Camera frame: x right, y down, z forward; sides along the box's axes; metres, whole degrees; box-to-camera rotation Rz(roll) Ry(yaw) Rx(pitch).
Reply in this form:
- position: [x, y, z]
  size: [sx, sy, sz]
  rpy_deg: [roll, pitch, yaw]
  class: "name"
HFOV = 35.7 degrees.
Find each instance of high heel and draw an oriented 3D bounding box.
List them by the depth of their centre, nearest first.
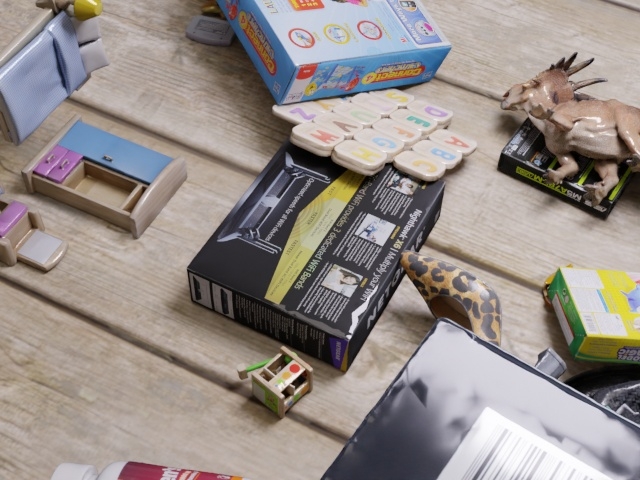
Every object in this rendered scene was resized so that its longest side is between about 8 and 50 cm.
- position: [0.157, 0.139, 1.245]
  size: [0.261, 0.093, 0.186]
  rpy_deg: [41, 66, 15]
  class: "high heel"

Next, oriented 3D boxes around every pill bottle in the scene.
- position: [-0.186, 0.310, 1.099]
  size: [0.221, 0.121, 0.121]
  rpy_deg: [7, 52, 4]
  class: "pill bottle"

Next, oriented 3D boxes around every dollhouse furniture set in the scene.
- position: [-0.339, -0.145, 1.345]
  size: [0.198, 0.303, 0.286]
  rpy_deg: [21, 54, 16]
  class: "dollhouse furniture set"

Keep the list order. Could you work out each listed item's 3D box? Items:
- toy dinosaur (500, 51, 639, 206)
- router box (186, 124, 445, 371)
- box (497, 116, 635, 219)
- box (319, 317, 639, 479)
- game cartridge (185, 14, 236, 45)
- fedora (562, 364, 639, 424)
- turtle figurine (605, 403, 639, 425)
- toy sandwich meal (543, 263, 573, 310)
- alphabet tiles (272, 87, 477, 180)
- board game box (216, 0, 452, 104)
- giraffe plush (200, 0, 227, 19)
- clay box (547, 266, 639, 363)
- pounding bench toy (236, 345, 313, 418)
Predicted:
- position: [0.402, -0.169, 1.443]
  size: [0.296, 0.127, 0.200]
  rpy_deg: [25, 47, 10]
  class: "toy dinosaur"
- position: [0.000, 0.000, 1.376]
  size: [0.243, 0.081, 0.309]
  rpy_deg: [23, 55, 17]
  class: "router box"
- position: [0.395, -0.141, 1.522]
  size: [0.184, 0.045, 0.190]
  rpy_deg: [29, 56, 17]
  class: "box"
- position: [0.164, 0.314, 0.927]
  size: [0.293, 0.395, 0.212]
  rpy_deg: [29, 55, 19]
  class: "box"
- position: [-0.186, -0.358, 1.702]
  size: [0.083, 0.017, 0.056]
  rpy_deg: [14, 49, 10]
  class: "game cartridge"
- position: [0.412, 0.243, 1.144]
  size: [0.334, 0.152, 0.334]
  rpy_deg: [1, 51, -1]
  class: "fedora"
- position: [0.224, 0.223, 1.055]
  size: [0.175, 0.234, 0.118]
  rpy_deg: [12, 78, -41]
  class: "turtle figurine"
- position: [0.343, 0.068, 1.361]
  size: [0.086, 0.029, 0.085]
  rpy_deg: [1, 51, -1]
  class: "toy sandwich meal"
- position: [0.082, -0.172, 1.487]
  size: [0.278, 0.021, 0.284]
  rpy_deg: [26, 33, 21]
  class: "alphabet tiles"
- position: [0.005, -0.375, 1.587]
  size: [0.302, 0.086, 0.308]
  rpy_deg: [-14, 62, -32]
  class: "board game box"
- position: [-0.143, -0.472, 1.725]
  size: [0.210, 0.181, 0.170]
  rpy_deg: [34, 63, -18]
  class: "giraffe plush"
- position: [0.421, 0.100, 1.294]
  size: [0.222, 0.053, 0.127]
  rpy_deg: [6, 41, -12]
  class: "clay box"
- position: [-0.057, 0.168, 1.259]
  size: [0.083, 0.052, 0.065]
  rpy_deg: [35, 59, 24]
  class: "pounding bench toy"
